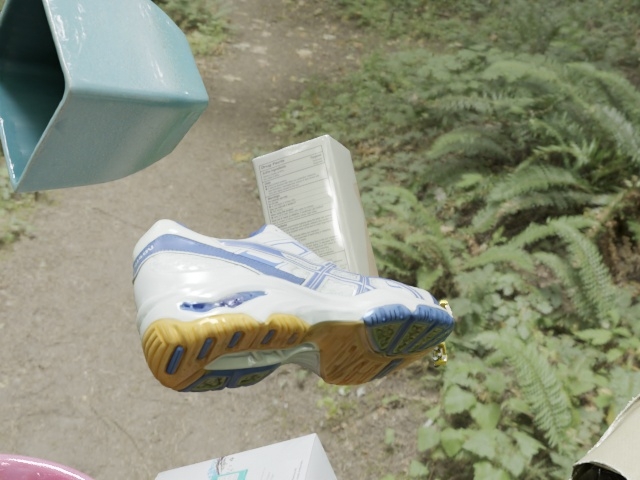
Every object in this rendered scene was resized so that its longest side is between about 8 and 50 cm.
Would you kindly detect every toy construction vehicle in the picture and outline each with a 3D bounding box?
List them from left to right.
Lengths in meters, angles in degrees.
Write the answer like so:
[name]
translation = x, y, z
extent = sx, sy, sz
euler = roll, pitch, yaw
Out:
[toy construction vehicle]
translation = 0.225, 0.171, 1.194
extent = 0.035, 0.085, 0.098
euler = -1, 40, 16

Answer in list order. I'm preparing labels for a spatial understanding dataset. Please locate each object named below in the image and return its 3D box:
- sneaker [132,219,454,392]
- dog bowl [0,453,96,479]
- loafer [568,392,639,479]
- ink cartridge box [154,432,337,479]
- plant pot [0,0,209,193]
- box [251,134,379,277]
[sneaker]
translation = -0.009, 0.041, 0.534
extent = 0.297, 0.112, 0.131
euler = 11, 40, -41
[dog bowl]
translation = -0.339, 0.369, 0.611
extent = 0.408, 0.150, 0.408
euler = 16, 19, -6
[loafer]
translation = 0.343, 0.265, 0.724
extent = 0.268, 0.092, 0.102
euler = -49, 34, -18
[ink cartridge box]
translation = -0.108, 0.435, 0.908
extent = 0.270, 0.198, 0.197
euler = -19, 16, 14
[plant pot]
translation = -0.320, -0.234, 0.973
extent = 0.252, 0.247, 0.247
euler = -4, 64, -43
[box]
translation = 0.000, 0.000, 1.074
extent = 0.148, 0.310, 0.121
euler = -14, -11, 20
